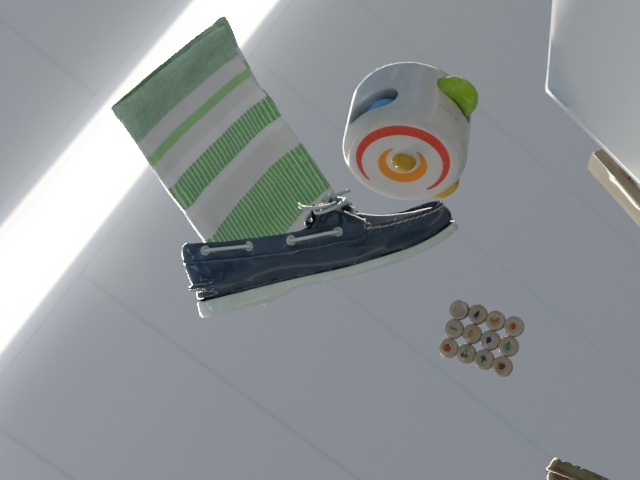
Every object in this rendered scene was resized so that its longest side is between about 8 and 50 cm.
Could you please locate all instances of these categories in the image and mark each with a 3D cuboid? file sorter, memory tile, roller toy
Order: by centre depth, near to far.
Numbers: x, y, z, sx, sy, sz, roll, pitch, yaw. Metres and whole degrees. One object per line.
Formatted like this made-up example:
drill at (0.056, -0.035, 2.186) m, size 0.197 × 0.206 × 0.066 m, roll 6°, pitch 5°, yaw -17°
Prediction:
file sorter at (0.294, -0.137, 0.604) m, size 0.173 × 0.192 × 0.277 m, roll -13°, pitch -142°, yaw -10°
roller toy at (0.135, -0.161, 1.408) m, size 0.191 × 0.209 × 0.146 m, roll 10°, pitch -130°, yaw 3°
memory tile at (0.290, 0.175, 1.644) m, size 0.012 × 0.148 × 0.113 m, roll 22°, pitch -95°, yaw -56°

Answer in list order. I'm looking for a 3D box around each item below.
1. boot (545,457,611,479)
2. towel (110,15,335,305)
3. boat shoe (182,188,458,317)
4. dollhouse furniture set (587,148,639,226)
boot at (0.267, 0.382, 0.898) m, size 0.269 × 0.236 × 0.089 m, roll -58°, pitch -41°, yaw -7°
towel at (-0.106, -0.104, 1.200) m, size 0.325 × 0.038 × 0.248 m, roll 58°, pitch -136°, yaw -23°
boat shoe at (0.000, 0.000, 0.837) m, size 0.255 × 0.095 × 0.079 m, roll -17°, pitch -89°, yaw -2°
dollhouse furniture set at (0.597, -0.120, 1.262) m, size 0.362 × 0.394 × 0.256 m, roll -37°, pitch -107°, yaw -1°
